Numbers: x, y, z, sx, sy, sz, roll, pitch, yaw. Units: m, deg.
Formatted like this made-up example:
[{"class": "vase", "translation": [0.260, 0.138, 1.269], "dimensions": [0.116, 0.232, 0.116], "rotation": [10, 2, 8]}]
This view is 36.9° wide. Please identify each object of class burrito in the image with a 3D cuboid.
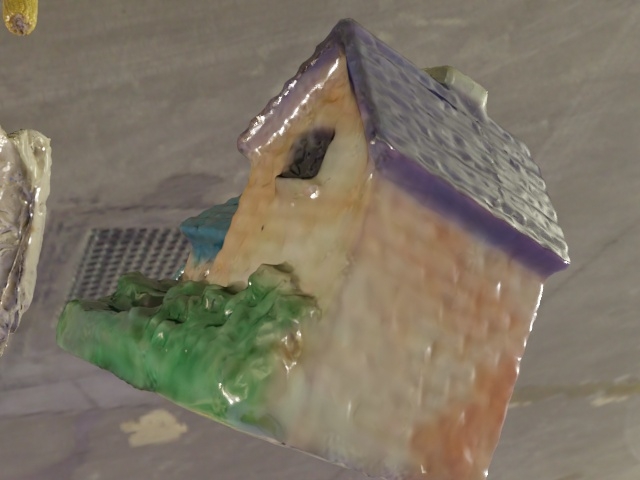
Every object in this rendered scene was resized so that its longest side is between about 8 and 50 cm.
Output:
[{"class": "burrito", "translation": [-0.302, 0.002, 0.939], "dimensions": [0.058, 0.229, 0.063], "rotation": [7, -172, -1]}]

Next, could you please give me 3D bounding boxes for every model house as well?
[{"class": "model house", "translation": [0.000, 0.000, 0.693], "dimensions": [0.245, 0.280, 0.312], "rotation": [26, 169, -33]}]

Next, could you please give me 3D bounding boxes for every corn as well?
[{"class": "corn", "translation": [-0.232, -0.180, 0.737], "dimensions": [0.028, 0.083, 0.027], "rotation": [-20, 125, -3]}]
